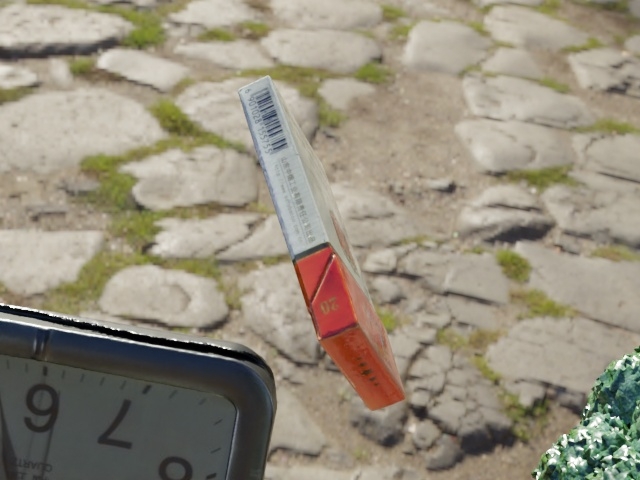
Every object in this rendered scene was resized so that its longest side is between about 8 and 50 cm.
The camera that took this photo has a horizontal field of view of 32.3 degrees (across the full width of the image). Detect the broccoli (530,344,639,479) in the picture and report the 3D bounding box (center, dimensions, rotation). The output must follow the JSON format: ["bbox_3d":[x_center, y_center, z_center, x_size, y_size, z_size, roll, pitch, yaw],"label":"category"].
[{"bbox_3d":[0.239,0.166,0.570,0.270,0.270,0.270,5,28,-33],"label":"broccoli"}]

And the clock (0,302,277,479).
[{"bbox_3d":[-0.176,0.176,0.652,0.273,0.278,0.049,11,6,1],"label":"clock"}]

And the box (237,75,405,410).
[{"bbox_3d":[0.000,0.000,0.862,0.035,0.139,0.245,-24,54,6],"label":"box"}]
